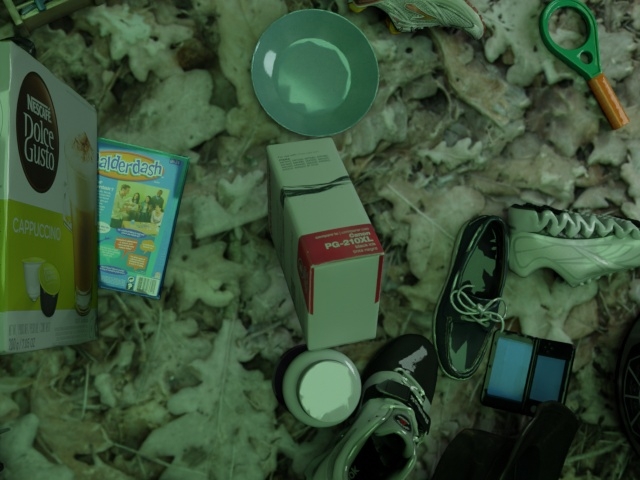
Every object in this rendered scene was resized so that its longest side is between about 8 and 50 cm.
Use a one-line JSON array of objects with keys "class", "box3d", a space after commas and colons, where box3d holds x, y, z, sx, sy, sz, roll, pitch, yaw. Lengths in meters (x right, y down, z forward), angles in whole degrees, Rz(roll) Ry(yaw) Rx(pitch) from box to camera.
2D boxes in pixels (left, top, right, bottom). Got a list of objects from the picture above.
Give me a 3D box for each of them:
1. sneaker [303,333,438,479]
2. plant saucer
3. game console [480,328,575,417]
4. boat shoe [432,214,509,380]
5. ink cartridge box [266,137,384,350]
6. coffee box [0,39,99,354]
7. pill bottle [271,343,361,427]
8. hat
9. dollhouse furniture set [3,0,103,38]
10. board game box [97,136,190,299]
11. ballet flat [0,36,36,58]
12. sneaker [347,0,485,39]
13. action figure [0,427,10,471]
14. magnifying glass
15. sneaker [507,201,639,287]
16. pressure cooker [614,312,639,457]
[{"class": "sneaker", "box3d": [0.102, 0.257, 1.226, 0.122, 0.146, 0.330, 40, 56, -10]}, {"class": "plant saucer", "box3d": [-0.010, -0.249, 1.334, 0.195, 0.037, 0.194, 1, 86, -10]}, {"class": "game console", "box3d": [0.315, 0.205, 1.344, 0.071, 0.107, 0.122, 18, 83, -37]}, {"class": "boat shoe", "box3d": [0.234, 0.086, 1.331, 0.095, 0.079, 0.254, 18, 83, -9]}, {"class": "ink cartridge box", "box3d": [0.000, 0.000, 1.196, 0.100, 0.172, 0.237, -10, 47, -12]}, {"class": "coffee box", "box3d": [-0.475, -0.037, 1.059, 0.338, 0.337, 0.334, -1, 86, 1]}, {"class": "pill bottle", "box3d": [-0.004, 0.200, 1.222, 0.108, 0.193, 0.108, 1, 86, -10]}, {"class": "hat", "box3d": [0.234, 0.360, 1.264, 0.134, 0.331, 0.331, 23, 79, 35]}, {"class": "dollhouse furniture set", "box3d": [-0.388, -0.384, 1.203, 0.129, 0.184, 0.128, -28, 91, -11]}, {"class": "board game box", "box3d": [-0.286, -0.033, 1.264, 0.160, 0.047, 0.210, 13, 85, -8]}, {"class": "ballet flat", "box3d": [-0.488, -0.247, 1.254, 0.173, 0.049, 0.057, -14, 116, -6]}, {"class": "sneaker", "box3d": [0.145, -0.353, 1.357, 0.225, 0.088, 0.092, 19, 103, -8]}, {"class": "action figure", "box3d": [-0.495, 0.369, 1.144, 0.141, 0.164, 0.275, 17, 89, -13]}, {"class": "magnifying glass", "box3d": [0.429, -0.284, 1.424, 0.092, 0.026, 0.231, -30, 89, -11]}, {"class": "sneaker", "box3d": [0.423, 0.016, 1.368, 0.292, 0.110, 0.118, 7, 97, -6]}, {"class": "pressure cooker", "box3d": [0.659, 0.213, 1.225, 0.370, 0.420, 0.375, 42, 81, -5]}]
